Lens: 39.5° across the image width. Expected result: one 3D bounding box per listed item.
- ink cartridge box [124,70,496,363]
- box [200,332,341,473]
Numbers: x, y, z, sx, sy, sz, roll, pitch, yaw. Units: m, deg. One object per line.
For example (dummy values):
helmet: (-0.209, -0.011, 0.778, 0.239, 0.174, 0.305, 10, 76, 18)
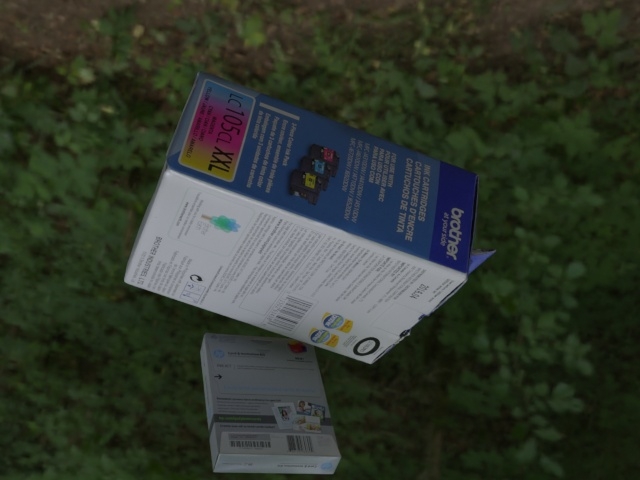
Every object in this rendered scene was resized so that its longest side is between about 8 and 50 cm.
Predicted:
ink cartridge box: (0.000, 0.000, 1.028, 0.396, 0.151, 0.270, 21, 147, -11)
box: (-0.065, 0.193, 1.069, 0.145, 0.038, 0.186, 6, -141, -19)
